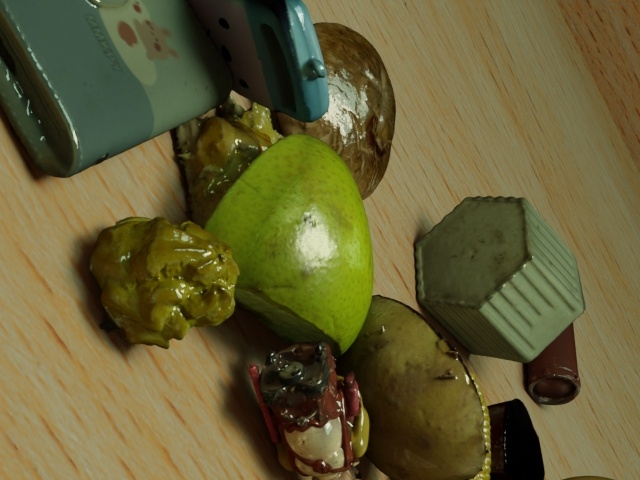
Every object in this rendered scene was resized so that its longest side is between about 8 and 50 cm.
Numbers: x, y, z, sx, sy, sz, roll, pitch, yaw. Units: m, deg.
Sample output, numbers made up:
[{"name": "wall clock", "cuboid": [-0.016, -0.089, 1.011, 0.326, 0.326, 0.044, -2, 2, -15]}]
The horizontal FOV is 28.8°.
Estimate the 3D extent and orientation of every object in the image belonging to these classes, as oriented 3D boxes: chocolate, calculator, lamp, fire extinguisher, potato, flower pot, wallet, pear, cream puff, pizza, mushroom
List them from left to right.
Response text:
[{"name": "wallet", "cuboid": [-0.240, -0.226, 1.387, 0.252, 0.083, 0.360, 61, 29, -6]}, {"name": "cream puff", "cuboid": [-0.157, 0.030, 1.296, 0.156, 0.156, 0.121, -79, 156, -49]}, {"name": "calculator", "cuboid": [-0.087, -0.242, 1.519, 0.051, 0.293, 0.173, -34, 130, -25]}, {"name": "pizza", "cuboid": [-0.083, -0.081, 1.582, 0.223, 0.089, 0.323, 67, 25, -7]}, {"name": "lamp", "cuboid": [0.001, 0.237, 1.462, 0.118, 0.118, 0.253, -68, 148, -55]}, {"name": "pear", "cuboid": [0.002, -0.001, 1.486, 0.288, 0.139, 0.239, 44, 59, -53]}, {"name": "mushroom", "cuboid": [0.030, -0.185, 1.803, 0.278, 0.146, 0.278, 35, 48, -51]}, {"name": "potato", "cuboid": [0.081, 0.204, 1.563, 0.299, 0.116, 0.239, 38, -37, 53]}, {"name": "flower pot", "cuboid": [0.287, 0.061, 2.023, 0.189, 0.239, 0.209, 41, 7, -40]}, {"name": "chocolate", "cuboid": [0.283, 0.333, 1.954, 0.125, 0.080, 0.148, -46, 119, -49]}, {"name": "fire extinguisher", "cuboid": [0.422, 0.172, 2.328, 0.105, 0.105, 0.269, 47, 33, -36]}]

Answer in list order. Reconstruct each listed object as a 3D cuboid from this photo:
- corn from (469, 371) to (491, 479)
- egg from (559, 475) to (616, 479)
[{"name": "corn", "cuboid": [0.169, 0.307, 1.701, 0.130, 0.130, 0.347, 45, 35, -38]}, {"name": "egg", "cuboid": [0.393, 0.478, 1.852, 0.322, 0.250, 0.250, 5, 66, -52]}]
